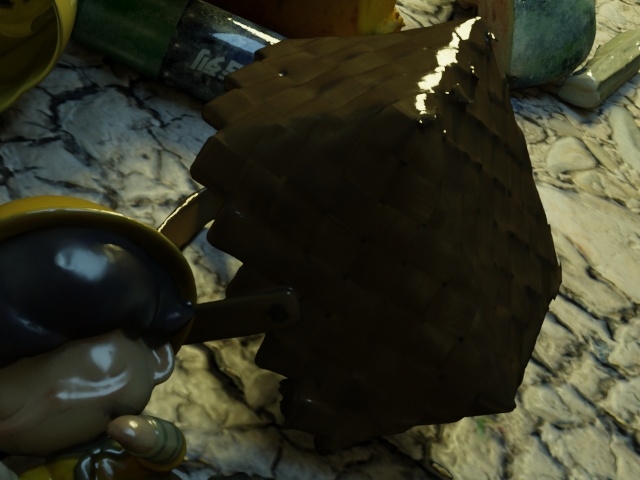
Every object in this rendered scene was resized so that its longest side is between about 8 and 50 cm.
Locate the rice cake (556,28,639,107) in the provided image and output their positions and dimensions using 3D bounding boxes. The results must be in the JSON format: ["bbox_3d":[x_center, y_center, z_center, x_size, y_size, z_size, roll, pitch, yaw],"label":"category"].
[{"bbox_3d":[0.383,-0.231,1.682,0.057,0.052,0.256,9,25,29],"label":"rice cake"}]

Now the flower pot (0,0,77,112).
[{"bbox_3d":[-0.302,-0.227,1.122,0.195,0.195,0.179,22,24,-6],"label":"flower pot"}]

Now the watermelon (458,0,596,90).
[{"bbox_3d":[0.281,-0.350,1.626,0.175,0.188,0.322,-6,45,-12],"label":"watermelon"}]

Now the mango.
[{"bbox_3d":[-0.042,-0.311,1.394,0.350,0.201,0.199,40,12,33],"label":"mango"}]

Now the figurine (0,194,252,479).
[{"bbox_3d":[-0.159,0.096,0.802,0.192,0.167,0.257,-15,74,-19],"label":"figurine"}]

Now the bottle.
[{"bbox_3d":[-0.082,-0.174,1.263,0.330,0.093,0.093,23,34,-4],"label":"bottle"}]

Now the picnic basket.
[{"bbox_3d":[0.000,0.000,0.962,0.321,0.291,0.254,-9,25,24],"label":"picnic basket"}]
